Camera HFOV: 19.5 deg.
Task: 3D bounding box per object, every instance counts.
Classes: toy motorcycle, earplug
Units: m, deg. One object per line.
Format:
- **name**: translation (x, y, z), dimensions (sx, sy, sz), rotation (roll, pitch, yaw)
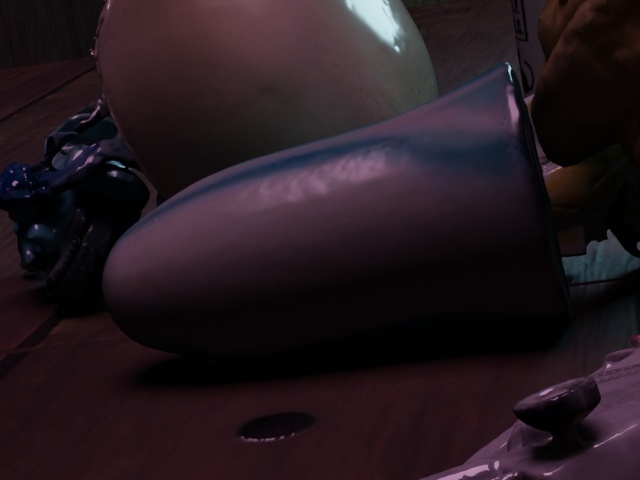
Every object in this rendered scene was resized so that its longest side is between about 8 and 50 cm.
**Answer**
- **toy motorcycle**: translation (0.170, -0.052, 1.412), dimensions (0.229, 0.151, 0.074), rotation (0, -1, 9)
- **earplug**: translation (0.000, 0.000, 1.309), dimensions (0.324, 0.185, 0.185), rotation (-13, 12, 9)
- **toy motorcycle**: translation (0.126, 0.114, 0.885), dimensions (0.260, 0.110, 0.171), rotation (-23, 1, -21)
- **toy motorcycle**: translation (-0.203, -0.048, 1.647), dimensions (0.154, 0.206, 0.260), rotation (25, 2, -19)

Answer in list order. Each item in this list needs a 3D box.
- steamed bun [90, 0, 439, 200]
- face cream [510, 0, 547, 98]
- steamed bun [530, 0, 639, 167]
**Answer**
- **steamed bun**: translation (-0.025, -0.137, 1.558), dimensions (0.206, 0.324, 0.324), rotation (-31, 4, 24)
- **face cream**: translation (0.256, -0.287, 1.882), dimensions (0.145, 0.369, 0.145), rotation (-10, 12, 2)
- **steamed bun**: translation (0.311, -0.088, 1.222), dimensions (0.372, 0.230, 0.325), rotation (14, -1, 17)
